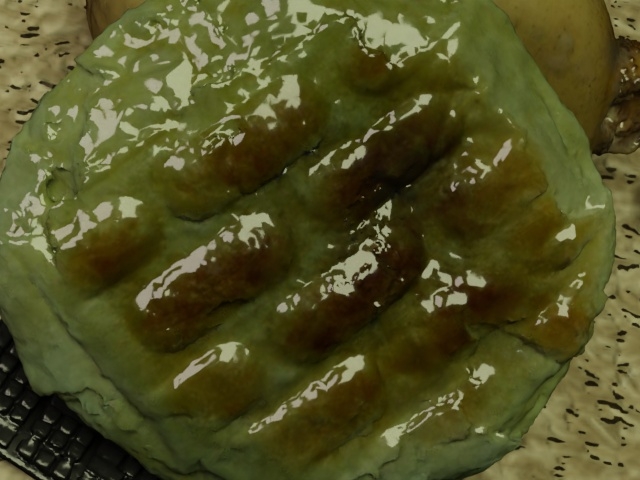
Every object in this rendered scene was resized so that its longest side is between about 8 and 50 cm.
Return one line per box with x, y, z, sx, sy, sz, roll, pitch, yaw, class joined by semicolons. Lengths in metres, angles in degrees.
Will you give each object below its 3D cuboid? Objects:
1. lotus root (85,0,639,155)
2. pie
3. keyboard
0.043;-0.103;0.912;0.343;0.169;0.151;16;34;-11;lotus root
0.000;0.000;0.821;0.306;0.071;0.306;-3;106;-12;pie
-0.080;0.122;0.861;0.231;0.023;0.072;34;59;-3;keyboard
